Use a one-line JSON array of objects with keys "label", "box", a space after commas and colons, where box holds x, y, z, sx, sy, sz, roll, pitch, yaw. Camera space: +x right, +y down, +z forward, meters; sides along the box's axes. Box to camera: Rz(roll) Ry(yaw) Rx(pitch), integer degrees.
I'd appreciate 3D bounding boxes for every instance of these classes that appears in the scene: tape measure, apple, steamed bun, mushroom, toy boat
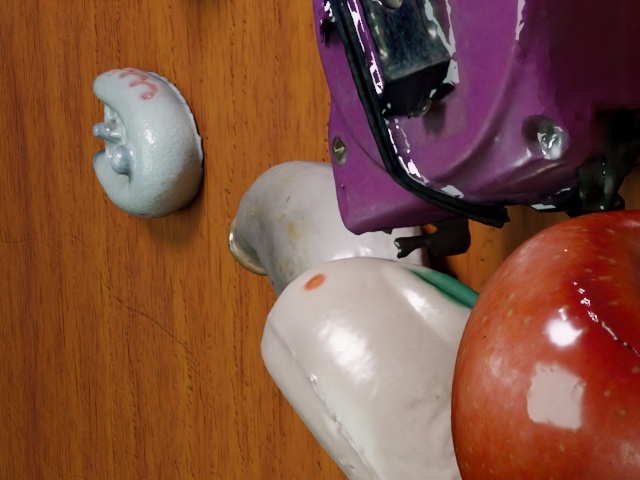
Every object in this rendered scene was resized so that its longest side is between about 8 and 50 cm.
[{"label": "tape measure", "box": [0.086, -0.117, 0.760, 0.231, 0.149, 0.245, -22, 77, 64]}, {"label": "apple", "box": [0.145, 0.076, 0.658, 0.181, 0.181, 0.168, 56, 139, 41]}, {"label": "steamed bun", "box": [0.069, 0.102, 0.834, 0.228, 0.130, 0.177, 53, 177, 12]}, {"label": "mushroom", "box": [0.000, 0.000, 1.021, 0.270, 0.103, 0.118, -138, 45, -63]}, {"label": "toy boat", "box": [-0.179, -0.090, 1.360, 0.207, 0.078, 0.134, 35, 124, 57]}]
